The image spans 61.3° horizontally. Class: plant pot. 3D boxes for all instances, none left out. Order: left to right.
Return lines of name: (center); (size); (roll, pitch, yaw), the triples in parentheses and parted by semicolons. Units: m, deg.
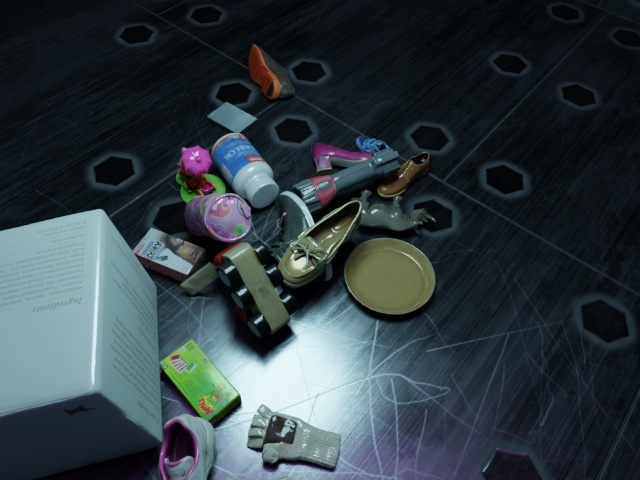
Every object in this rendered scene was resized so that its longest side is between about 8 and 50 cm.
plant pot: (0.178, 0.096, 1.407); (0.236, 0.032, 0.236); (2, 53, -3)

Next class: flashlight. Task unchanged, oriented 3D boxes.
flashlight: (0.076, -0.170, 1.540); (0.304, 0.103, 0.103); (-24, 36, -13)

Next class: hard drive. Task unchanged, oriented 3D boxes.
hard drive: (-0.287, -0.395, 1.760); (0.135, 0.022, 0.094); (31, 58, 19)

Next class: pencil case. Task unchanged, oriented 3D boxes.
pencil case: (-0.264, -0.061, 1.365); (0.124, 0.284, 0.124); (-2, 94, -24)

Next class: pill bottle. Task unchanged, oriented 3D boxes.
pill bottle: (-0.212, -0.199, 1.552); (0.124, 0.124, 0.221); (-27, 59, -22)

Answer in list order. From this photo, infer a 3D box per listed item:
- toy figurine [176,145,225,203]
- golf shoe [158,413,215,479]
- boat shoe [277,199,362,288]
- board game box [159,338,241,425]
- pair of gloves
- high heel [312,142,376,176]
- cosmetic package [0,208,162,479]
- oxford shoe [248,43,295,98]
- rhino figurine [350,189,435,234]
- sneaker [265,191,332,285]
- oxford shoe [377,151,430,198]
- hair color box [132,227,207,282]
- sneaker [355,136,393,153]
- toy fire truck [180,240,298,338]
toy figurine: (-0.355, -0.206, 1.527); (0.130, 0.159, 0.173); (-36, 62, -26)
golf shoe: (-0.262, 0.480, 1.013); (0.115, 0.140, 0.306); (-10, 60, 1)
boat shoe: (0.000, 0.000, 1.330); (0.104, 0.089, 0.285); (38, 60, 8)
board game box: (-0.269, 0.317, 1.206); (0.092, 0.043, 0.181); (-37, 62, -26)
pair of gloves: (-0.081, 0.472, 1.100); (0.204, 0.042, 0.240); (19, 55, 10)
high heel: (0.098, -0.262, 1.647); (0.244, 0.082, 0.117); (-10, 61, 5)
cosmetic package: (-0.527, 0.211, 1.072); (0.327, 0.329, 0.394); (-13, 54, -3)
oxford shoe: (-0.176, -0.585, 1.883); (0.098, 0.097, 0.271); (-6, 55, -33)
rhino figurine: (0.201, -0.070, 1.509); (0.243, 0.073, 0.106); (9, 49, 2)
sneaker: (-0.091, -0.007, 1.422); (0.147, 0.104, 0.296); (-15, 59, -20)
oxford shoe: (0.248, -0.201, 1.611); (0.212, 0.076, 0.076); (-38, 65, -25)
hair color box: (-0.391, 0.040, 1.405); (0.167, 0.053, 0.093); (20, 53, 11)
sneaker: (0.172, -0.292, 1.685); (0.144, 0.059, 0.053); (36, 61, 23)
toy fire truck: (-0.206, 0.119, 1.299); (0.158, 0.217, 0.246); (-37, 21, -26)
